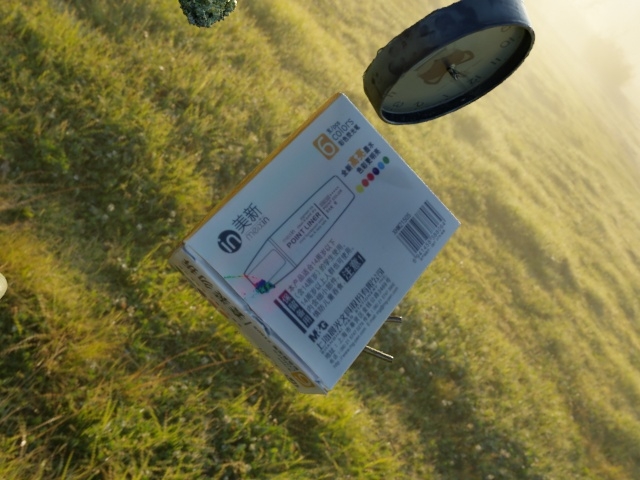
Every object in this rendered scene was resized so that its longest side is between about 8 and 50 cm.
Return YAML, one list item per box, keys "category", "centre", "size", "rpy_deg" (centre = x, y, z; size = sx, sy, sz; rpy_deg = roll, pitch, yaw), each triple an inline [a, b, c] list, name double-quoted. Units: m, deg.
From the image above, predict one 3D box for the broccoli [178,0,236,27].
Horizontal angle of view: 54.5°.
- category: "broccoli"
  centre: [-0.131, -0.301, 0.714]
  size: [0.097, 0.092, 0.095]
  rpy_deg: [-35, 67, -17]

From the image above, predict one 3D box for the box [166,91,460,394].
- category: "box"
  centre: [0.000, 0.000, 0.691]
  size: [0.221, 0.091, 0.274]
  rpy_deg: [48, 62, -7]

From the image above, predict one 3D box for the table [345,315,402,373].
- category: "table"
  centre: [0.051, 0.088, 0.878]
  size: [0.240, 0.110, 0.122]
  rpy_deg: [76, 27, -53]

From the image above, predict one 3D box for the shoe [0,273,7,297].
- category: "shoe"
  centre: [-0.436, 0.011, 0.642]
  size: [0.227, 0.126, 0.099]
  rpy_deg: [11, 40, 13]

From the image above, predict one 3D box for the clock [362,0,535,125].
- category: "clock"
  centre: [0.237, -0.323, 1.151]
  size: [0.325, 0.325, 0.067]
  rpy_deg: [-3, 67, -53]
